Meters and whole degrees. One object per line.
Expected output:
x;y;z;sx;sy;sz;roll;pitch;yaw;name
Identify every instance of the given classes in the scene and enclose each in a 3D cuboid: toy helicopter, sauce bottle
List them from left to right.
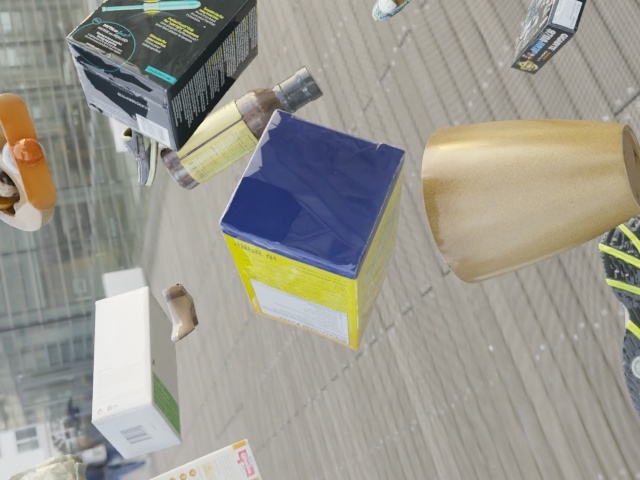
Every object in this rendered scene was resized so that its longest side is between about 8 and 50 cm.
-0.517;-0.162;1.140;0.235;0.140;0.355;7;131;36;toy helicopter
-0.154;-0.230;1.511;0.111;0.344;0.111;58;-171;-14;sauce bottle

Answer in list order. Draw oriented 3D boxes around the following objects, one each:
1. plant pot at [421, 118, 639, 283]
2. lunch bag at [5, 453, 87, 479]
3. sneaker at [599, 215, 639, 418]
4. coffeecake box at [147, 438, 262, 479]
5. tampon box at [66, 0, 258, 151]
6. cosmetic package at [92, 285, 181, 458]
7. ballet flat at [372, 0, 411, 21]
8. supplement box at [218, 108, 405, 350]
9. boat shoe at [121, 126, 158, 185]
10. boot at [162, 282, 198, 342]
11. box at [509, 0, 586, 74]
0.308;-0.072;1.046;0.254;0.237;0.237;-11;88;36;plant pot
-0.558;0.583;1.459;0.169;0.287;0.235;40;-164;-51;lunch bag
0.591;0.147;1.268;0.145;0.147;0.384;-16;74;44;sneaker
-0.171;0.392;1.086;0.068;0.185;0.142;-37;72;53;coffeecake box
-0.156;-0.200;0.780;0.120;0.161;0.101;28;153;11;tampon box
-0.455;0.320;1.854;0.197;0.155;0.365;70;-175;-47;cosmetic package
0.193;-0.606;1.838;0.188;0.070;0.070;-31;65;30;ballet flat
0.000;0.000;1.126;0.356;0.194;0.195;84;-152;-66;supplement box
-0.356;-0.207;1.481;0.080;0.073;0.223;-105;22;-47;boat shoe
-0.253;0.124;1.322;0.087;0.042;0.118;64;-170;-7;boot
0.388;-0.391;1.240;0.220;0.051;0.175;99;-170;-85;box
